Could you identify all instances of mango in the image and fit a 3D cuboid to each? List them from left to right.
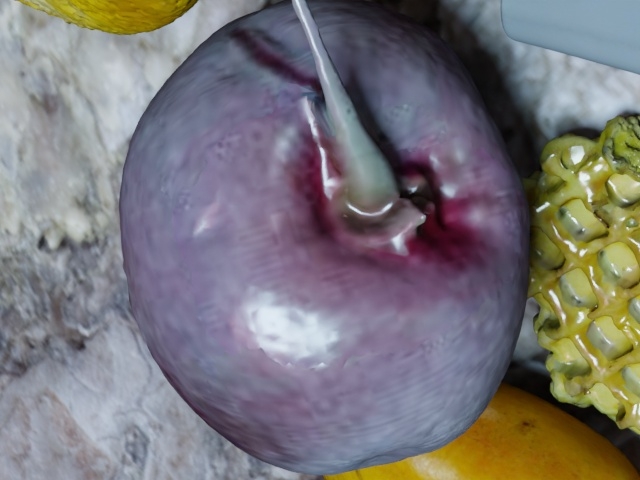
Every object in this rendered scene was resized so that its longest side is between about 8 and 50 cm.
[{"bbox_3d":[0.078,0.137,0.648,0.219,0.112,0.145,17,144,40],"label":"mango"}]

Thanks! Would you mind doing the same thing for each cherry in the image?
[{"bbox_3d":[0.000,0.000,0.553,0.266,0.183,0.213,125,142,-77],"label":"cherry"}]

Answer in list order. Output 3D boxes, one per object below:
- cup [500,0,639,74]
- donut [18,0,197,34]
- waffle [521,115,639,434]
[{"bbox_3d":[0.144,-0.121,0.434,0.129,0.095,0.128,20,129,28],"label":"cup"},{"bbox_3d":[-0.141,-0.185,0.525,0.253,0.118,0.253,21,172,3],"label":"donut"},{"bbox_3d":[0.165,0.033,0.560,0.160,0.046,0.192,8,124,36],"label":"waffle"}]
